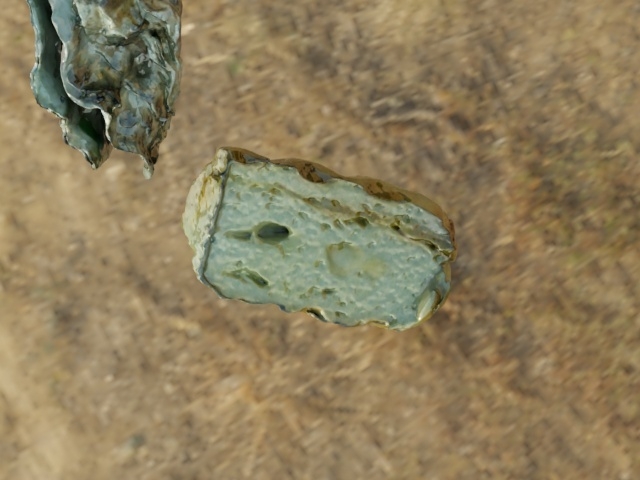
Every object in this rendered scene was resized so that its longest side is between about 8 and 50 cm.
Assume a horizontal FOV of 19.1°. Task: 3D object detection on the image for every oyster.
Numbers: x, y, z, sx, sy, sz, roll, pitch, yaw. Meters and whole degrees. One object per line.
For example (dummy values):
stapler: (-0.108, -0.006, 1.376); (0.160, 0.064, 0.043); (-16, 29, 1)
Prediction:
oyster: (-0.151, -0.187, 1.418); (0.112, 0.198, 0.268); (-3, 114, 7)

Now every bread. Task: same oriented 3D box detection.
bread: (0.000, 0.000, 1.583); (0.232, 0.088, 0.128); (15, 101, -18)
